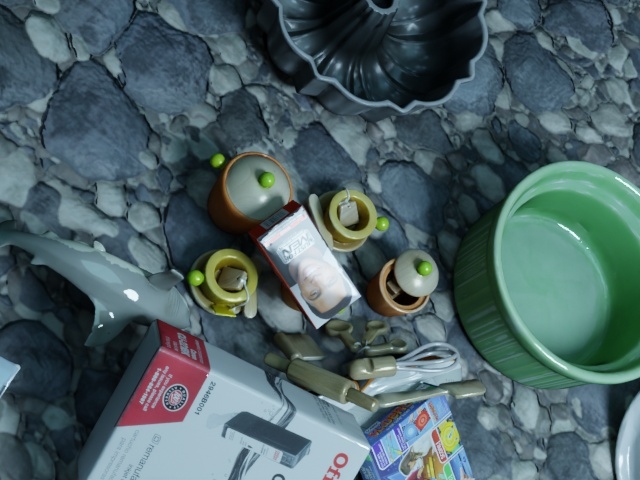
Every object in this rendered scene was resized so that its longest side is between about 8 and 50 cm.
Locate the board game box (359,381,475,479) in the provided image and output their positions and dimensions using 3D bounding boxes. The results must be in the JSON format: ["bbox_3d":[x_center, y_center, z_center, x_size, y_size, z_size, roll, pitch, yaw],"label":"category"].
[{"bbox_3d":[0.124,0.295,1.659,0.136,0.035,0.201,-35,117,-31],"label":"board game box"}]

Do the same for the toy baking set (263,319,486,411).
[{"bbox_3d":[0.063,0.146,1.637,0.197,0.256,0.030,-24,127,-44],"label":"toy baking set"}]

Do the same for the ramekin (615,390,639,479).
[{"bbox_3d":[0.532,0.301,1.781,0.127,0.273,0.272,2,72,-38],"label":"ramekin"}]

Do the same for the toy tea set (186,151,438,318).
[{"bbox_3d":[0.000,0.000,1.697,0.336,0.124,0.200,6,71,-24],"label":"toy tea set"}]

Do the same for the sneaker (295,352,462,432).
[{"bbox_3d":[0.069,0.218,1.689,0.262,0.099,0.121,-14,98,-29],"label":"sneaker"}]

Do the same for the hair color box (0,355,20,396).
[{"bbox_3d":[-0.417,0.208,1.284,0.114,0.374,0.185,33,62,-13],"label":"hair color box"}]

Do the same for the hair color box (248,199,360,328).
[{"bbox_3d":[-0.019,0.029,1.634,0.072,0.043,0.141,-37,112,-8],"label":"hair color box"}]

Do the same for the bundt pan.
[{"bbox_3d":[0.058,-0.306,1.828,0.331,0.124,0.330,8,70,-22],"label":"bundt pan"}]

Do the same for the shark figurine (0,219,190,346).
[{"bbox_3d":[-0.269,0.058,1.535,0.278,0.166,0.116,24,74,-15],"label":"shark figurine"}]

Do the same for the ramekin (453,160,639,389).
[{"bbox_3d":[0.328,0.058,1.821,0.303,0.148,0.303,8,70,-23],"label":"ramekin"}]

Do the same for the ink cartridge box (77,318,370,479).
[{"bbox_3d":[-0.110,0.242,1.524,0.273,0.114,0.197,27,97,-16],"label":"ink cartridge box"}]
